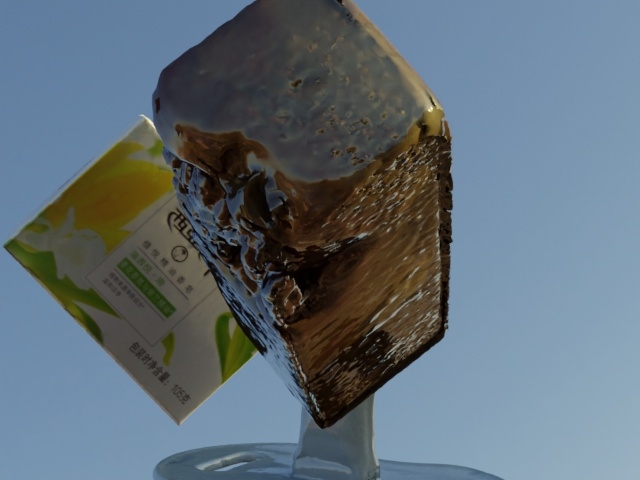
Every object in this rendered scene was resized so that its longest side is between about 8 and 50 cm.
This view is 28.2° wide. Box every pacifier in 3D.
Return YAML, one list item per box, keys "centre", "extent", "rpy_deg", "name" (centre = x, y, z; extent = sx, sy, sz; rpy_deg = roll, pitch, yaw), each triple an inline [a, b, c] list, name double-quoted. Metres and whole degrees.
- centre: [0.004, 0.140, 0.950]
  extent: [0.287, 0.225, 0.238]
  rpy_deg: [1, -1, 32]
  name: "pacifier"

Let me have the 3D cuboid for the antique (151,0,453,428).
- centre: [0.000, 0.000, 0.591]
  extent: [0.093, 0.087, 0.310]
  rpy_deg: [-37, -18, -8]
  name: "antique"

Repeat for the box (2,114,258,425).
- centre: [-0.165, 0.027, 1.312]
  extent: [0.194, 0.260, 0.111]
  rpy_deg: [-44, 9, -2]
  name: "box"
